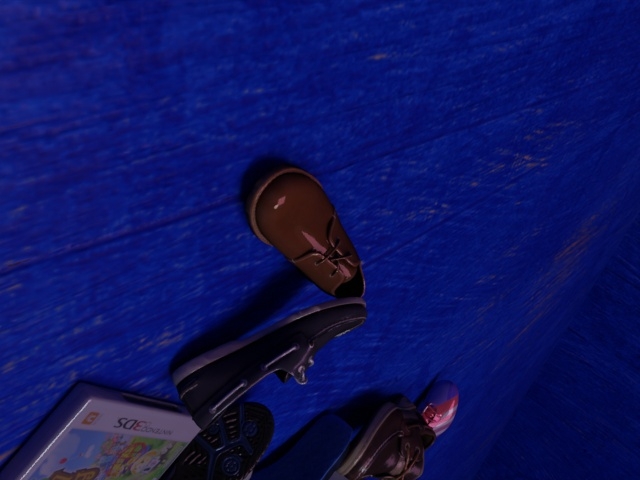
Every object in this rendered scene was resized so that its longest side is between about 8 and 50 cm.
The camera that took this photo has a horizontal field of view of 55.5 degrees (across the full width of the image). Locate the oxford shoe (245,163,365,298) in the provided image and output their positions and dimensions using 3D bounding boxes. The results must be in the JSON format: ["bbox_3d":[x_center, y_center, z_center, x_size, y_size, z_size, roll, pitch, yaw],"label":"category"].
[{"bbox_3d":[0.000,0.000,0.564,0.076,0.076,0.212,-47,149,-4],"label":"oxford shoe"}]

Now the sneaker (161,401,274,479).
[{"bbox_3d":[-0.138,0.266,0.689,0.211,0.080,0.081,-43,175,-16],"label":"sneaker"}]

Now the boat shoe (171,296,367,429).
[{"bbox_3d":[-0.038,0.119,0.598,0.206,0.065,0.075,-21,158,-16],"label":"boat shoe"}]

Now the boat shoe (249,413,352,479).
[{"bbox_3d":[-0.043,0.371,0.894,0.258,0.109,0.089,-29,148,-31],"label":"boat shoe"}]

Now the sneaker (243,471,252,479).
[{"bbox_3d":[-0.128,0.318,0.779,0.058,0.052,0.135,-13,127,-34],"label":"sneaker"}]

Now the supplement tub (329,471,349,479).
[{"bbox_3d":[0.003,0.489,1.047,0.144,0.144,0.200,-34,147,-29],"label":"supplement tub"}]

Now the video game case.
[{"bbox_3d":[-0.224,0.232,0.561,0.212,0.023,0.193,-49,151,-4],"label":"video game case"}]

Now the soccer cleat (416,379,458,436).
[{"bbox_3d":[0.213,0.411,1.332,0.095,0.083,0.248,13,115,-54],"label":"soccer cleat"}]

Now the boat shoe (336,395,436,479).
[{"bbox_3d":[0.135,0.368,1.083,0.123,0.123,0.342,-53,159,7],"label":"boat shoe"}]
